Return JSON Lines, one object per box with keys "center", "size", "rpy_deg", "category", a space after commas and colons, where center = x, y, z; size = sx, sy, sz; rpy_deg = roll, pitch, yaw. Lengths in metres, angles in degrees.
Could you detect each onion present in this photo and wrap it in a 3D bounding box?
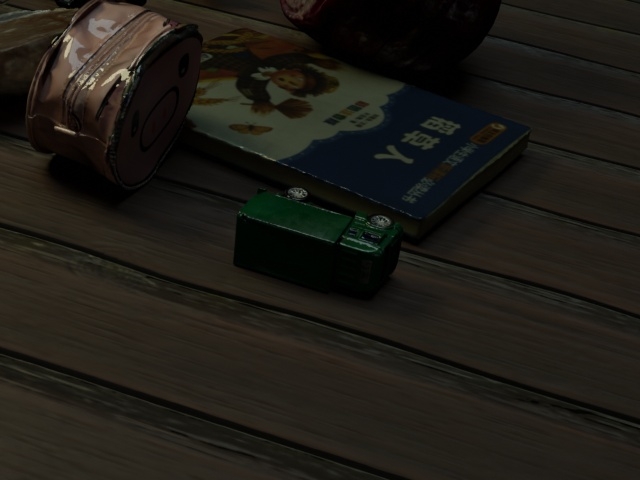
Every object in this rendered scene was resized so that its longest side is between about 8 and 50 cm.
{"center": [0.113, -0.360, 1.543], "size": [0.260, 0.282, 0.337], "rpy_deg": [20, 17, -20], "category": "onion"}

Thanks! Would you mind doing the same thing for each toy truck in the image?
{"center": [0.000, 0.000, 1.111], "size": [0.147, 0.065, 0.079], "rpy_deg": [16, 34, 12], "category": "toy truck"}

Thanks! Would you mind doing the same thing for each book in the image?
{"center": [-0.002, -0.141, 1.369], "size": [0.428, 0.039, 0.300], "rpy_deg": [22, 33, 23], "category": "book"}

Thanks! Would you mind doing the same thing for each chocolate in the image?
{"center": [-0.352, -0.207, 1.350], "size": [0.157, 0.080, 0.254], "rpy_deg": [9, 26, 30], "category": "chocolate"}

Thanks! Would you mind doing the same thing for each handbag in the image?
{"center": [-0.208, -0.155, 1.211], "size": [0.116, 0.179, 0.205], "rpy_deg": [24, 50, 12], "category": "handbag"}

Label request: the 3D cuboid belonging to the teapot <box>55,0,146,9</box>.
{"center": [-0.320, -0.347, 1.596], "size": [0.177, 0.087, 0.096], "rpy_deg": [25, 57, 25], "category": "teapot"}
